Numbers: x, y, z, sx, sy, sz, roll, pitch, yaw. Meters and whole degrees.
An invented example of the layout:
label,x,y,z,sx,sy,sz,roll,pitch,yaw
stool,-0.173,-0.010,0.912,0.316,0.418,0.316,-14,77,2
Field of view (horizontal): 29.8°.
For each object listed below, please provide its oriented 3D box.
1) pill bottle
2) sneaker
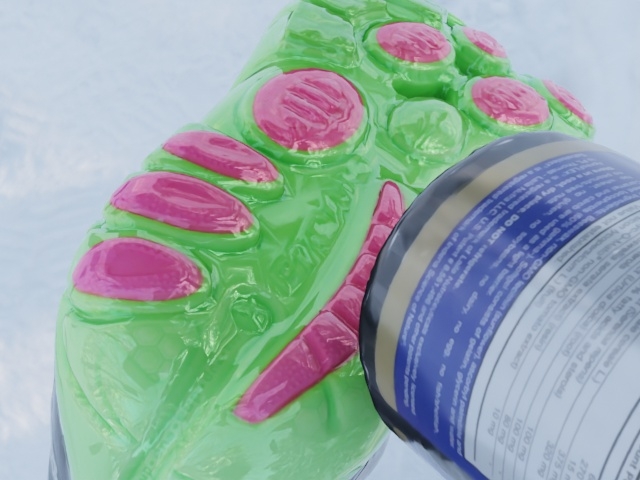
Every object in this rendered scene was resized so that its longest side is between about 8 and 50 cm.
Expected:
label,x,y,z,sx,sy,sz,roll,pitch,yaw
pill bottle,0.115,0.059,0.333,0.122,0.219,0.123,-15,121,-27
sneaker,0.000,0.000,0.628,0.185,0.202,0.483,37,36,8
